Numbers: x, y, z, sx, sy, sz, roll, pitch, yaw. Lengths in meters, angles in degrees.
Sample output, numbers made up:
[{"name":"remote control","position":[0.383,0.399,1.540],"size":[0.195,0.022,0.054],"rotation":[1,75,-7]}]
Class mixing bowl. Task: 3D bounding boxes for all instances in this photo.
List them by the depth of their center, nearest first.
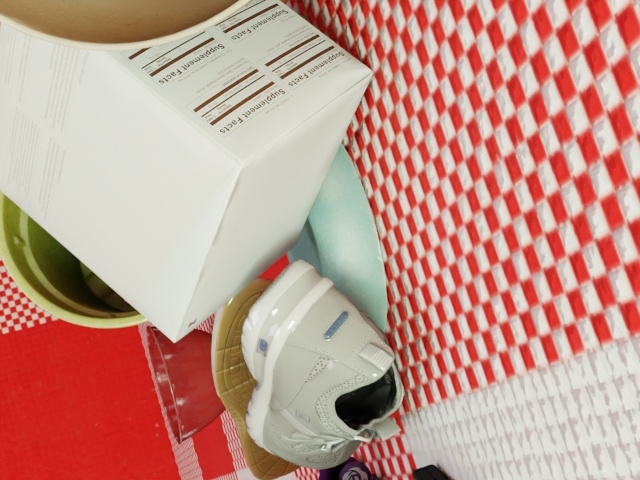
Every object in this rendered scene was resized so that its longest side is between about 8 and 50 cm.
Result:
[{"name":"mixing bowl","position":[-0.188,0.200,1.632],"size":[0.181,0.098,0.181],"rotation":[165,90,-74]}]

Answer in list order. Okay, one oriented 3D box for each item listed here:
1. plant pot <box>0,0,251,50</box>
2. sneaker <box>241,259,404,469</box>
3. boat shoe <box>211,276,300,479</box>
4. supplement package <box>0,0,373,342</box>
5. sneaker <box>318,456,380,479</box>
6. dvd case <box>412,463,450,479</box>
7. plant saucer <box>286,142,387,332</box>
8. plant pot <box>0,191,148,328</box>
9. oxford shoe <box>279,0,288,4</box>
[{"name":"plant pot","position":[-0.096,-0.268,0.640],"size":[0.191,0.284,0.284],"rotation":[-52,-46,-65]},{"name":"sneaker","position":[0.009,0.130,0.858],"size":[0.115,0.105,0.281],"rotation":[35,162,22]},{"name":"boat shoe","position":[-0.074,0.135,1.170],"size":[0.096,0.098,0.277],"rotation":[-124,23,-48]},{"name":"supplement package","position":[-0.108,-0.082,0.777],"size":[0.203,0.149,0.194],"rotation":[39,137,12]},{"name":"sneaker","position":[0.032,0.247,0.935],"size":[0.224,0.083,0.098],"rotation":[-158,60,-74]},{"name":"dvd case","position":[0.125,0.305,0.770],"size":[0.180,0.022,0.253],"rotation":[-145,43,-67]},{"name":"plant saucer","position":[0.000,0.000,0.900],"size":[0.195,0.037,0.195],"rotation":[166,90,-75]},{"name":"plant pot","position":[-0.243,-0.010,1.392],"size":[0.254,0.276,0.276],"rotation":[96,156,-78]},{"name":"oxford shoe","position":[-0.104,-0.315,0.888],"size":[0.363,0.130,0.133],"rotation":[65,-167,16]}]
